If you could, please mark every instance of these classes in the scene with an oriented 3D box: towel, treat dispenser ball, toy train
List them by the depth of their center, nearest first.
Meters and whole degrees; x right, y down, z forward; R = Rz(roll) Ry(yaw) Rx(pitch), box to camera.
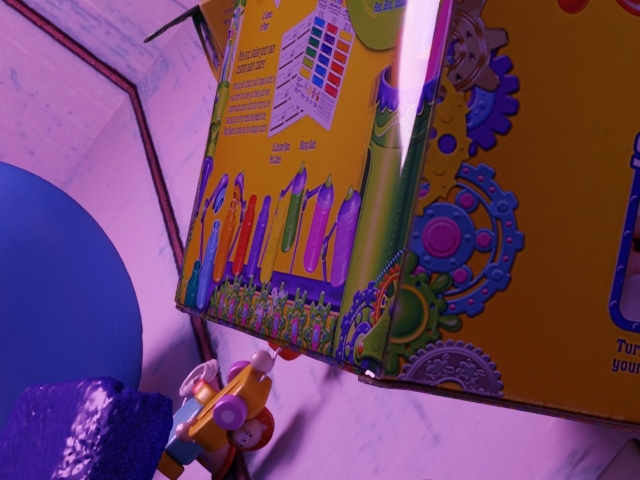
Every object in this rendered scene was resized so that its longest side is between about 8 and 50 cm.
[{"bbox_3d":[-0.178,0.231,1.135,0.228,0.076,0.308,-12,54,67],"label":"towel"},{"bbox_3d":[-0.038,0.087,1.168,0.166,0.046,0.125,-39,12,47],"label":"toy train"},{"bbox_3d":[-0.273,0.080,1.451,0.288,0.288,0.288,-49,14,16],"label":"treat dispenser ball"}]

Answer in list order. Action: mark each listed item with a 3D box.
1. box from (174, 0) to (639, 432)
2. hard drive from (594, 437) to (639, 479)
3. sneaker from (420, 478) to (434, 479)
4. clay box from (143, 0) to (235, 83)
[{"bbox_3d":[0.083,-0.086,0.685,0.290,0.177,0.279,-170,91,-75],"label":"box"},{"bbox_3d":[0.018,0.238,0.567,0.353,0.047,0.233,-51,13,7],"label":"hard drive"},{"bbox_3d":[0.000,0.141,0.793,0.058,0.084,0.152,-37,20,50],"label":"sneaker"},{"bbox_3d":[0.011,-0.138,1.104,0.222,0.053,0.127,-25,6,-3],"label":"clay box"}]
